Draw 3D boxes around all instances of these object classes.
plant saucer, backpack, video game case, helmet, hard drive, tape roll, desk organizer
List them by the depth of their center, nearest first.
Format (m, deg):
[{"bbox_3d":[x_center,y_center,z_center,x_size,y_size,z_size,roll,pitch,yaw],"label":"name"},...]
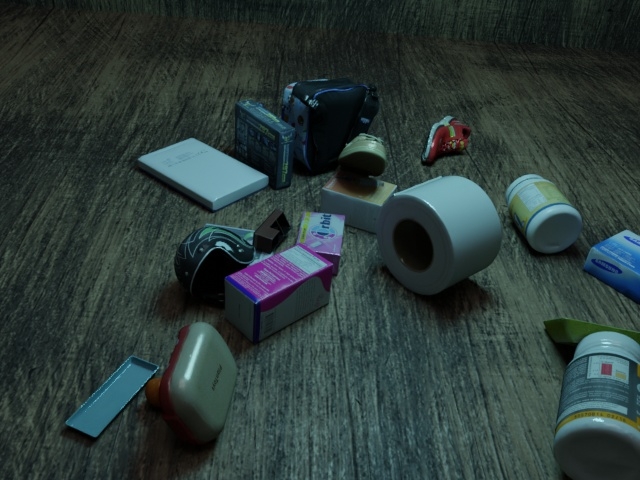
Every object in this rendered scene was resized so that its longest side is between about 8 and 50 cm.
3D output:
[{"bbox_3d":[-0.376,0.285,1.248,0.067,0.018,0.192,17,35,16],"label":"plant saucer"},{"bbox_3d":[0.575,0.204,1.418,0.188,0.045,0.188,11,-7,7],"label":"plant saucer"},{"bbox_3d":[-0.237,0.048,1.491,0.161,0.169,0.169,17,32,-14],"label":"helmet"},{"bbox_3d":[0.271,-0.014,1.584,0.169,0.246,0.246,-22,43,-34],"label":"tape roll"},{"bbox_3d":[-0.210,0.024,1.653,0.190,0.022,0.173,8,34,4],"label":"video game case"},{"bbox_3d":[-0.117,-0.024,1.680,0.050,0.047,0.130,19,36,13],"label":"desk organizer"},{"bbox_3d":[-0.335,-0.194,1.938,0.318,0.040,0.210,29,41,30],"label":"hard drive"},{"bbox_3d":[0.004,-0.344,2.017,0.276,0.263,0.213,-13,32,-34],"label":"backpack"}]

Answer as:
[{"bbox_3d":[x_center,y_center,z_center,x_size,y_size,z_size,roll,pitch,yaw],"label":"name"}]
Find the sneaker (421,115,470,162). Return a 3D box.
[{"bbox_3d":[0.413,-0.323,2.192,0.118,0.107,0.279,28,42,15],"label":"sneaker"}]

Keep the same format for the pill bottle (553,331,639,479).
[{"bbox_3d":[0.518,0.299,1.234,0.162,0.162,0.278,17,36,16],"label":"pill bottle"}]

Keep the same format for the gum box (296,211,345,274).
[{"bbox_3d":[0.000,0.000,1.683,0.107,0.062,0.188,7,34,2],"label":"gum box"}]

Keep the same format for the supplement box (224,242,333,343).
[{"bbox_3d":[-0.089,0.108,1.467,0.220,0.111,0.114,-24,43,-37],"label":"supplement box"}]

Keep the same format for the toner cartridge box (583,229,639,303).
[{"bbox_3d":[0.835,0.106,1.641,0.165,0.075,0.348,-19,41,-34],"label":"toner cartridge box"}]

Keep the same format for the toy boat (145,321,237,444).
[{"bbox_3d":[-0.247,0.258,1.227,0.151,0.151,0.231,-18,30,18],"label":"toy boat"}]

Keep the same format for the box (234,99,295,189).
[{"bbox_3d":[-0.165,-0.278,1.963,0.059,0.183,0.232,-21,41,-33],"label":"box"}]

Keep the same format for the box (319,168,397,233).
[{"bbox_3d":[0.101,-0.107,1.831,0.170,0.091,0.130,17,36,16],"label":"box"}]

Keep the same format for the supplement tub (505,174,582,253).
[{"bbox_3d":[0.586,-0.075,1.808,0.144,0.144,0.200,-1,34,-10],"label":"supplement tub"}]

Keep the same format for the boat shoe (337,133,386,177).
[{"bbox_3d":[0.113,-0.239,1.853,0.121,0.110,0.341,20,-5,-7],"label":"boat shoe"}]

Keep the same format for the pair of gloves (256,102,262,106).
[{"bbox_3d":[-0.158,-0.317,2.042,0.023,0.159,0.198,-19,39,-21],"label":"pair of gloves"}]
